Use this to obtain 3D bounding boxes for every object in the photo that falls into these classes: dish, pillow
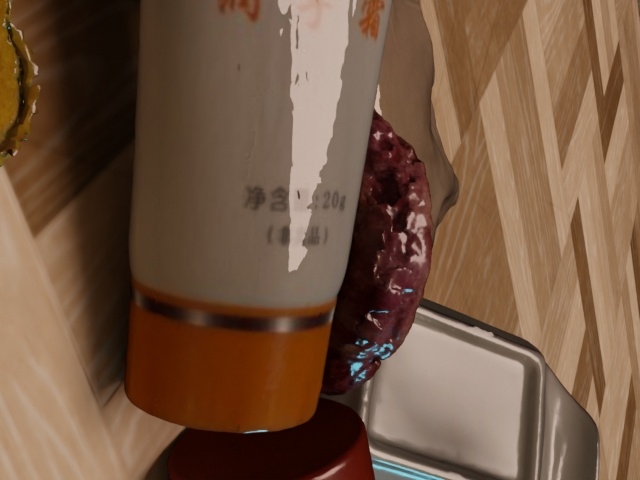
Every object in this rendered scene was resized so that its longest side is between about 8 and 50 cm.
[{"bbox_3d":[0.079,0.102,0.639,0.234,0.064,0.154,22,62,-26],"label":"dish"},{"bbox_3d":[0.035,-0.085,0.711,0.173,0.067,0.270,-49,132,-51],"label":"pillow"}]

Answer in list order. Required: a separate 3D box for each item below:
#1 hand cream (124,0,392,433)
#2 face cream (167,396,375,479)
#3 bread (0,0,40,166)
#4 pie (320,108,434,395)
[{"bbox_3d":[-0.020,-0.083,0.465,0.140,0.089,0.314,-3,102,-32],"label":"hand cream"},{"bbox_3d":[-0.007,0.191,0.541,0.096,0.096,0.214,-43,126,-61],"label":"face cream"},{"bbox_3d":[-0.138,-0.066,0.294,0.140,0.069,0.128,-39,124,-67],"label":"bread"},{"bbox_3d":[0.000,0.000,0.547,0.038,0.153,0.153,6,80,-34],"label":"pie"}]
